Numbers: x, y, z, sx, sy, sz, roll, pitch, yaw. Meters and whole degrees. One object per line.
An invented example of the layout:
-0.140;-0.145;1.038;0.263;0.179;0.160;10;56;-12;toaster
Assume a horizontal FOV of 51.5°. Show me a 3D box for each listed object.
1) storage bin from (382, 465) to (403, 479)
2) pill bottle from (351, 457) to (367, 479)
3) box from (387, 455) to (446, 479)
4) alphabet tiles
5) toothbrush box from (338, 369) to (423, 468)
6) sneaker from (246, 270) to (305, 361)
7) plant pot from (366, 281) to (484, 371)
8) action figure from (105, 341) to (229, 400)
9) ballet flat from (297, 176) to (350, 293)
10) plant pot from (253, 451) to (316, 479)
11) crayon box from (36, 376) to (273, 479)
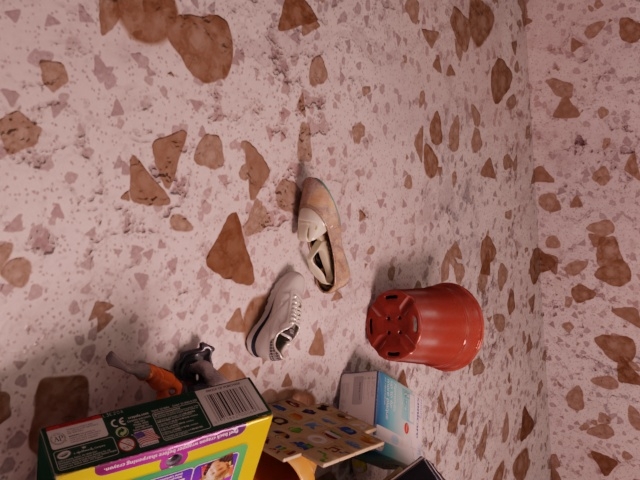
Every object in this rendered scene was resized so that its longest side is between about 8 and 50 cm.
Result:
0.215;0.808;1.900;0.260;0.123;0.262;-40;134;3;storage bin
0.112;0.643;1.903;0.043;0.043;0.083;-25;114;-48;pill bottle
0.184;0.813;1.564;0.480;0.297;0.472;-36;144;-1;box
-0.033;0.426;1.495;0.342;0.285;0.011;4;98;-52;alphabet tiles
0.174;0.514;1.870;0.295;0.126;0.216;41;48;-47;toothbrush box
-0.080;0.179;1.565;0.090;0.094;0.235;49;55;-41;sneaker
0.291;0.249;1.940;0.265;0.272;0.272;9;87;-44;plant pot
-0.274;0.370;1.274;0.330;0.178;0.341;12;82;-43;action figure
0.000;0.000;1.646;0.106;0.107;0.316;-38;121;-35;ballet flat
-0.090;0.506;1.521;0.188;0.205;0.205;-38;124;-62;plant pot
-0.289;0.415;1.135;0.363;0.106;0.313;-7;129;-35;crayon box
